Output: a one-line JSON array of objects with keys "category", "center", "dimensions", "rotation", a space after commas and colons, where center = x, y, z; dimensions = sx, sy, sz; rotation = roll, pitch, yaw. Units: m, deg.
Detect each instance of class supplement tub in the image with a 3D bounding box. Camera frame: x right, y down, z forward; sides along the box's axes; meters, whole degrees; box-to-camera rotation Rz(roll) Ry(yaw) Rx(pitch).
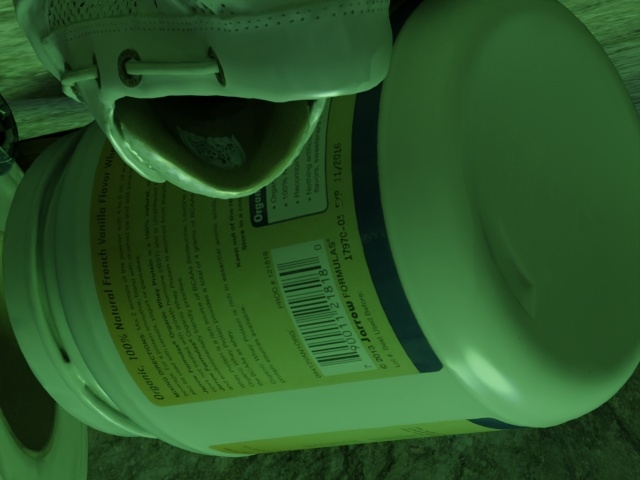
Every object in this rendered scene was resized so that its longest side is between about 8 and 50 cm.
[{"category": "supplement tub", "center": [0.000, 0.000, 0.873], "dimensions": [0.316, 0.228, 0.228], "rotation": [-11, 180, 38]}]

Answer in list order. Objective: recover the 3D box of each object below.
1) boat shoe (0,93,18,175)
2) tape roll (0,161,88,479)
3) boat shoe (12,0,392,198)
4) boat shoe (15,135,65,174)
[{"category": "boat shoe", "center": [-0.196, -0.050, 0.736], "dimensions": [0.083, 0.065, 0.183], "rotation": [-14, -175, 2]}, {"category": "tape roll", "center": [-0.238, 0.075, 1.021], "dimensions": [0.100, 0.286, 0.286], "rotation": [-12, 180, 6]}, {"category": "boat shoe", "center": [-0.044, -0.060, 0.528], "dimensions": [0.098, 0.096, 0.277], "rotation": [-12, 180, -14]}, {"category": "boat shoe", "center": [-0.085, -0.044, 1.169], "dimensions": [0.341, 0.121, 0.110], "rotation": [-1, -173, 13]}]
